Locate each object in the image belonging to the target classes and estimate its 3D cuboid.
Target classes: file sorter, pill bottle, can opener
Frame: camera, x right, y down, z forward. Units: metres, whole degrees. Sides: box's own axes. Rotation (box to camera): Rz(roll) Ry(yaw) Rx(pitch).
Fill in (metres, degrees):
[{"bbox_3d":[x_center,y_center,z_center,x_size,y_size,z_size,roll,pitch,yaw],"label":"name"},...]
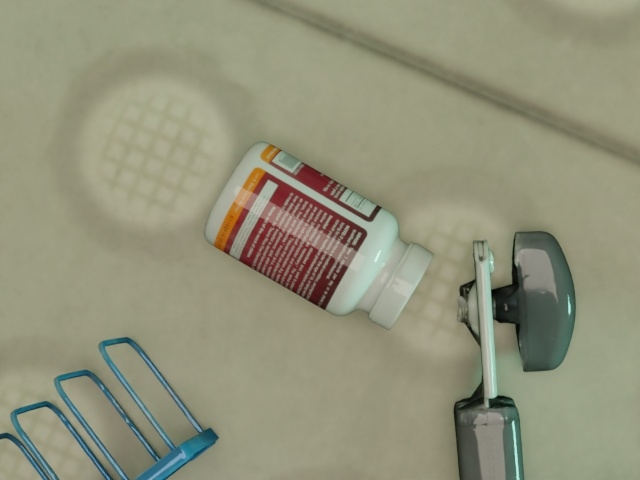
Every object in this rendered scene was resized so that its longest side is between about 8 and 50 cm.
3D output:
[{"bbox_3d":[-0.180,0.160,1.082,0.170,0.118,0.104,-38,85,4],"label":"file sorter"},{"bbox_3d":[0.000,0.000,1.080,0.152,0.086,0.086,30,93,3],"label":"pill bottle"},{"bbox_3d":[0.144,0.136,1.078,0.095,0.076,0.283,-5,92,5],"label":"can opener"}]
